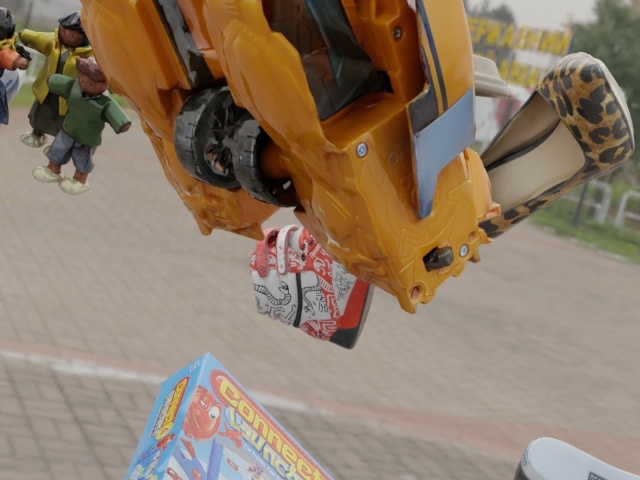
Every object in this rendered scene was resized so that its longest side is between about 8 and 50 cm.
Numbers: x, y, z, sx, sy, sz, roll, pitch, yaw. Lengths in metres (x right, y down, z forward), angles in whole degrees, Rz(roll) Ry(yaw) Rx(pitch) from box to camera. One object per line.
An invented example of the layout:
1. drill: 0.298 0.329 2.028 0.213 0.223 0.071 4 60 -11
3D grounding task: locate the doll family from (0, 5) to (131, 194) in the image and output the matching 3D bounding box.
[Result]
1. doll family: -0.201 -0.121 0.763 0.193 0.111 0.076 26 28 6

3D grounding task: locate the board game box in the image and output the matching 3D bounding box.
1. board game box: -0.092 0.336 1.376 0.308 0.086 0.302 48 22 -17

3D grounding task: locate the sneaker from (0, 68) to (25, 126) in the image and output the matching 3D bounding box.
1. sneaker: -0.348 -0.065 0.945 0.086 0.226 0.163 44 19 -26

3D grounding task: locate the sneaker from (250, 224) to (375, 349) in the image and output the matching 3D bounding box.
1. sneaker: -0.001 0.001 1.286 0.145 0.270 0.090 19 40 7

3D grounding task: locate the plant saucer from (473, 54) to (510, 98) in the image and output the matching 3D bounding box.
1. plant saucer: 0.070 -0.193 1.237 0.278 0.041 0.278 10 6 -1

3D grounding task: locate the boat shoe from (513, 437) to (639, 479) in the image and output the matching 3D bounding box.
1. boat shoe: 0.316 0.300 1.254 0.229 0.076 0.080 26 48 5

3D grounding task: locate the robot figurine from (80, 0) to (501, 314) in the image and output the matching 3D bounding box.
1. robot figurine: -0.037 -0.119 0.403 0.085 0.291 0.211 -37 35 -28

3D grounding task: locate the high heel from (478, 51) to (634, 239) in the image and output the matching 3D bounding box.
1. high heel: 0.164 -0.064 0.974 0.093 0.186 0.261 61 1 15
